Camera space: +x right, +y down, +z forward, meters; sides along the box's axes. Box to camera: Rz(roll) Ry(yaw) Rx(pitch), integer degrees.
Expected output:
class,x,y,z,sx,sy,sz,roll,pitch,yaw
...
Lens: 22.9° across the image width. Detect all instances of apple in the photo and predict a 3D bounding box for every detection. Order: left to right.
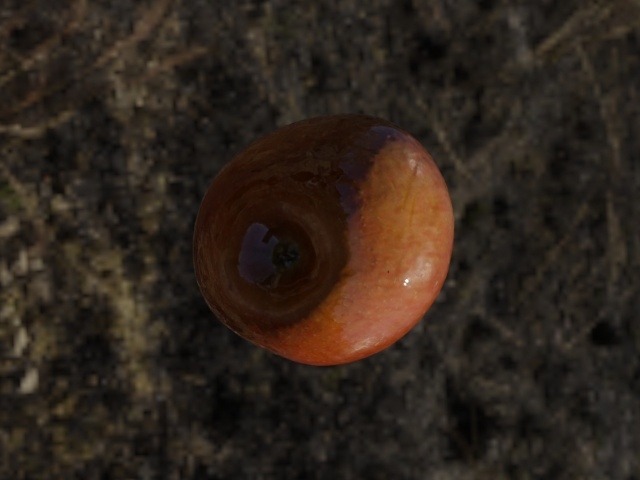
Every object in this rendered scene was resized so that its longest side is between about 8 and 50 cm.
class,x,y,z,sx,sy,sz,roll,pitch,yaw
apple,0.000,0.000,1.591,0.206,0.271,0.252,2,83,-64
